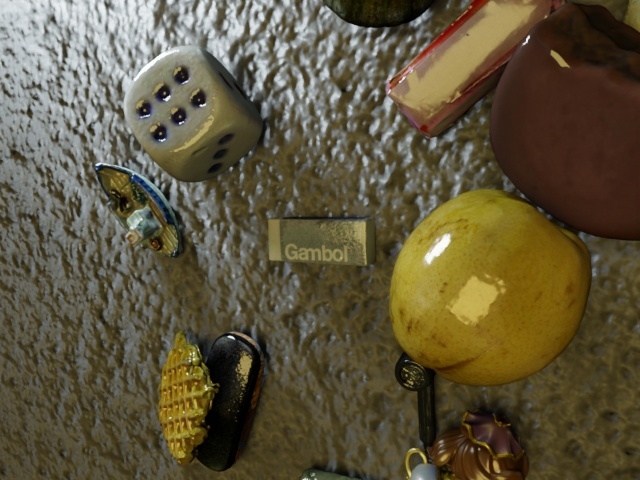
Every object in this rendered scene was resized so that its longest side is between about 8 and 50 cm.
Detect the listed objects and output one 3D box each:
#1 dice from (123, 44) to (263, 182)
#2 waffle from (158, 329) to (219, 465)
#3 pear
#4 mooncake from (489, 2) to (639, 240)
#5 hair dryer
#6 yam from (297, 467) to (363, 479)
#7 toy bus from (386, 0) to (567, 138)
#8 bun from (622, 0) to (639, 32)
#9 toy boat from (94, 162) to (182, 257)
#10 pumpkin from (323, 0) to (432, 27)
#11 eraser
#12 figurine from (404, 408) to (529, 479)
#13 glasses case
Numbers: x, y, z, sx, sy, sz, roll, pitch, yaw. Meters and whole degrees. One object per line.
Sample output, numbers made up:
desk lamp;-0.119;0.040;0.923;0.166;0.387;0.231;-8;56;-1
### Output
dice;-0.239;-0.238;1.101;0.193;0.192;0.194;-35;78;10
waffle;-0.297;0.339;1.243;0.245;0.052;0.254;46;123;48
pear;0.252;0.075;0.893;0.315;0.314;0.314;4;99;23
mooncake;0.402;-0.169;0.798;0.326;0.174;0.333;7;122;56
hair dryer;0.191;0.297;1.055;0.070;0.128;0.255;3;110;27
yam;0.042;0.516;1.169;0.179;0.078;0.078;4;99;19
toy bus;0.250;-0.300;0.925;0.303;0.147;0.127;-40;87;24
bun;0.551;-0.292;0.789;0.260;0.152;0.259;4;100;21
toy boat;-0.402;-0.063;1.254;0.114;0.115;0.262;-40;81;23
pumpkin;0.095;-0.466;0.954;0.238;0.159;0.237;-1;82;9
eraser;0.000;0.000;1.126;0.213;0.046;0.091;1;98;23
figurine;0.257;0.417;1.024;0.189;0.142;0.263;43;113;13
glasses case;-0.205;0.351;1.246;0.122;0.082;0.320;23;106;23
